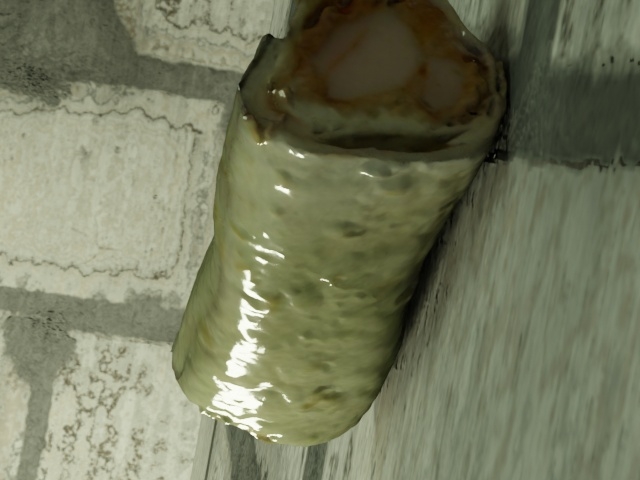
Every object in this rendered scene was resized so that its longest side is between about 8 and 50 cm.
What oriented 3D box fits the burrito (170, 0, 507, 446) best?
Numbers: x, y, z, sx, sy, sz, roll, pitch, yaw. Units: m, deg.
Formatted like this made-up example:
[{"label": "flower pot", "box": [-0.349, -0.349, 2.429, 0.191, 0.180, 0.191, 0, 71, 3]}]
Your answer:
[{"label": "burrito", "box": [0.000, -0.004, 0.778, 0.299, 0.105, 0.143, 108, 179, -60]}]
